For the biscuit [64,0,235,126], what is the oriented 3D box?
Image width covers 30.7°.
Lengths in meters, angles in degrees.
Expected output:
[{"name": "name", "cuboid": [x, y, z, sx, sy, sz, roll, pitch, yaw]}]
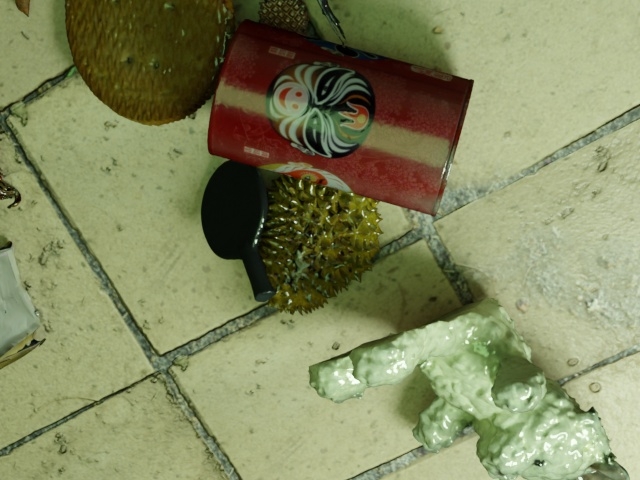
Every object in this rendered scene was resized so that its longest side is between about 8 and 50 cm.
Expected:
[{"name": "biscuit", "cuboid": [-0.246, -0.316, 1.678, 0.305, 0.038, 0.305, 6, 103, 29]}]

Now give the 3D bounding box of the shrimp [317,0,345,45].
[{"name": "shrimp", "cuboid": [-0.070, -0.408, 1.609, 0.145, 0.116, 0.343, -36, 97, -9]}]

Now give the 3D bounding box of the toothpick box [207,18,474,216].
[{"name": "toothpick box", "cuboid": [0.029, -0.173, 1.639, 0.334, 0.204, 0.204, 16, 108, 3]}]

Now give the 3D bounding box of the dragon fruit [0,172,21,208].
[{"name": "dragon fruit", "cuboid": [-0.534, -0.125, 1.800, 0.094, 0.094, 0.190, -36, 103, 17]}]

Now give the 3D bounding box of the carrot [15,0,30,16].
[{"name": "carrot", "cuboid": [-0.437, -0.439, 1.708, 0.057, 0.057, 0.224, 10, 111, 5]}]

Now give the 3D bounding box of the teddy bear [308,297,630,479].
[{"name": "teddy bear", "cuboid": [0.232, 0.276, 1.694, 0.327, 0.376, 0.362, -30, 81, 57]}]

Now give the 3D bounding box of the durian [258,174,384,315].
[{"name": "durian", "cuboid": [-0.008, 0.001, 1.739, 0.183, 0.138, 0.249, 14, 103, 13]}]

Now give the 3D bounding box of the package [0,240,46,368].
[{"name": "package", "cuboid": [-0.554, 0.157, 1.767, 0.221, 0.311, 0.165, -35, 96, 15]}]

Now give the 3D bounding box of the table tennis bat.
[{"name": "table tennis bat", "cuboid": [-0.118, -0.014, 1.727, 0.150, 0.027, 0.236, -44, 56, 35]}]

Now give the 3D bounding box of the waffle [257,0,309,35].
[{"name": "waffle", "cuboid": [-0.054, -0.322, 1.696, 0.075, 0.029, 0.083, 1, 110, 11]}]
